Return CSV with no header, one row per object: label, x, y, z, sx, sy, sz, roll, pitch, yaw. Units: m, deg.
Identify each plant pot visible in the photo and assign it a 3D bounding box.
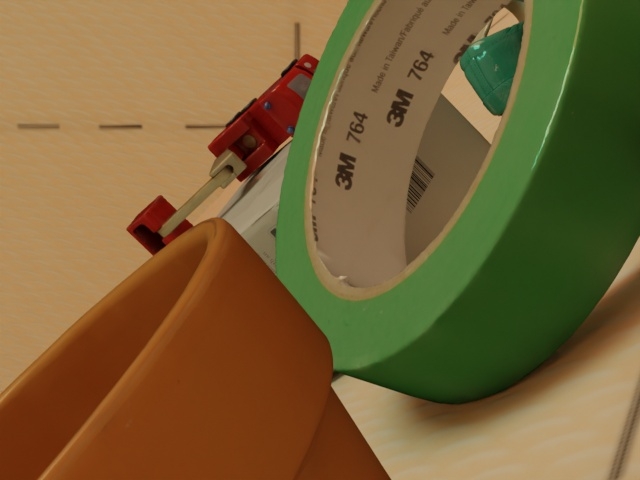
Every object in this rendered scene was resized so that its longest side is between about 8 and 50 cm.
plant pot,-0.064,0.163,0.469,0.291,0.203,0.291,-45,9,9

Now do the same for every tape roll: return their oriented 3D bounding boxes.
tape roll,0.081,-0.068,0.779,0.321,0.077,0.321,-45,35,45

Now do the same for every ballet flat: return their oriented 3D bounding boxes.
ballet flat,0.191,-0.193,1.133,0.083,0.087,0.247,-36,7,44

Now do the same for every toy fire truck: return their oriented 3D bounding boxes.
toy fire truck,-0.075,-0.070,1.127,0.192,0.047,0.135,-37,12,41

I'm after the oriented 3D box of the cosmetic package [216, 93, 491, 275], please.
cosmetic package,0.000,0.000,1.066,0.224,0.138,0.224,-36,14,42
